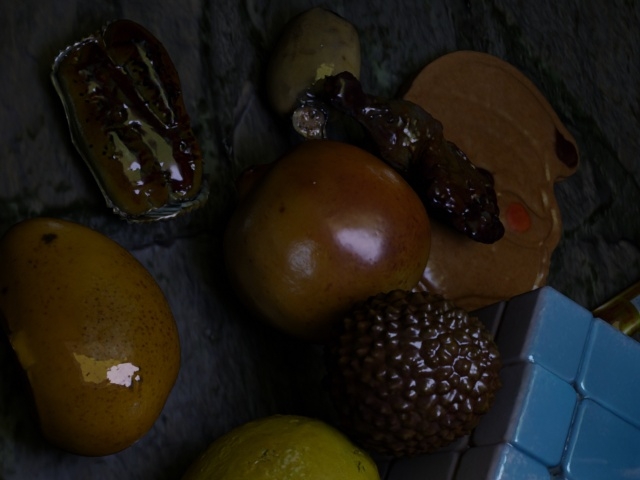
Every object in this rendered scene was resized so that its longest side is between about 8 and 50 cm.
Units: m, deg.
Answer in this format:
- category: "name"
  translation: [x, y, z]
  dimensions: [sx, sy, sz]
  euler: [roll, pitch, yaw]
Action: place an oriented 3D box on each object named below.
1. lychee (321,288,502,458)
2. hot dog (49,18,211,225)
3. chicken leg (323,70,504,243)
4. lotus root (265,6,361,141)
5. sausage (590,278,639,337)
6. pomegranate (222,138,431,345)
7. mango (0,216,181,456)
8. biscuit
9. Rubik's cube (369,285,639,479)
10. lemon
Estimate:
- category: "lychee"
  translation: [0.092, 0.151, 1.256]
  dimensions: [0.200, 0.238, 0.200]
  euler: [21, 62, -48]
- category: "hot dog"
  translation: [-0.233, -0.147, 1.390]
  dimensions: [0.163, 0.082, 0.270]
  euler: [-21, 88, -32]
- category: "chicken leg"
  translation: [0.128, -0.111, 1.492]
  dimensions: [0.322, 0.083, 0.177]
  euler: [48, 22, -3]
- category: "lotus root"
  translation: [-0.010, -0.223, 1.518]
  dimensions: [0.118, 0.125, 0.220]
  euler: [40, 50, -44]
- category: "sausage"
  translation: [0.535, 0.084, 1.767]
  dimensions: [0.372, 0.082, 0.082]
  euler: [-28, 90, -33]
- category: "pomegranate"
  translation: [0.000, 0.000, 1.391]
  dimensions: [0.264, 0.264, 0.264]
  euler: [9, 71, -28]
- category: "mango"
  translation: [-0.266, 0.097, 1.260]
  dimensions: [0.191, 0.160, 0.290]
  euler: [-22, 78, -27]
- category: "biscuit"
  translation: [0.218, -0.080, 1.643]
  dimensions: [0.350, 0.078, 0.455]
  euler: [27, 64, -16]
- category: "Rubik's cube"
  translation: [0.268, 0.288, 1.408]
  dimensions: [0.322, 0.319, 0.315]
  euler: [32, 63, -18]
- category: "lemon"
  translation: [-0.054, 0.320, 1.265]
  dimensions: [0.236, 0.236, 0.263]
  euler: [50, 42, -8]
